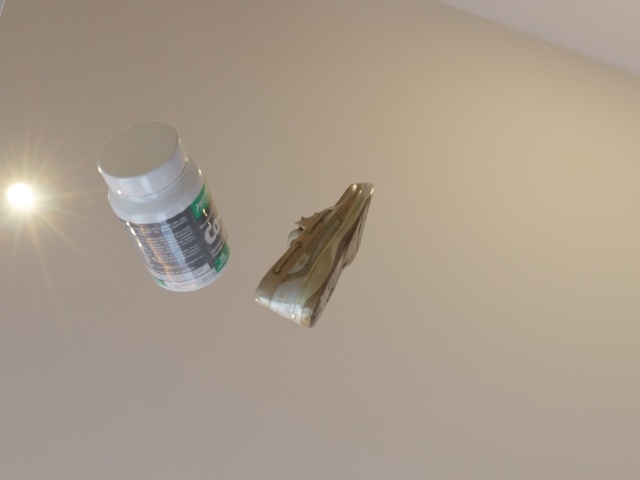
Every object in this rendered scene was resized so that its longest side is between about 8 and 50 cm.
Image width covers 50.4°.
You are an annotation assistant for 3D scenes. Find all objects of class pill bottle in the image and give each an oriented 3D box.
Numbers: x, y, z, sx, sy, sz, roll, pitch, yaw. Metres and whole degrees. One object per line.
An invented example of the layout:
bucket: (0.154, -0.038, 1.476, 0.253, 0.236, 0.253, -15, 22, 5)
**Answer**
pill bottle: (-0.334, -0.068, 1.484, 0.204, 0.361, 0.204, -6, -130, 7)

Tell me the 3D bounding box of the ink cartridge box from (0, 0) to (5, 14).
ink cartridge box: (-0.674, -0.319, 1.055, 0.286, 0.166, 0.394, 12, -94, 24)

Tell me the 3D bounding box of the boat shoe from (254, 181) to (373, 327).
boat shoe: (0.000, 0.000, 1.002, 0.098, 0.109, 0.302, 19, -136, 11)
